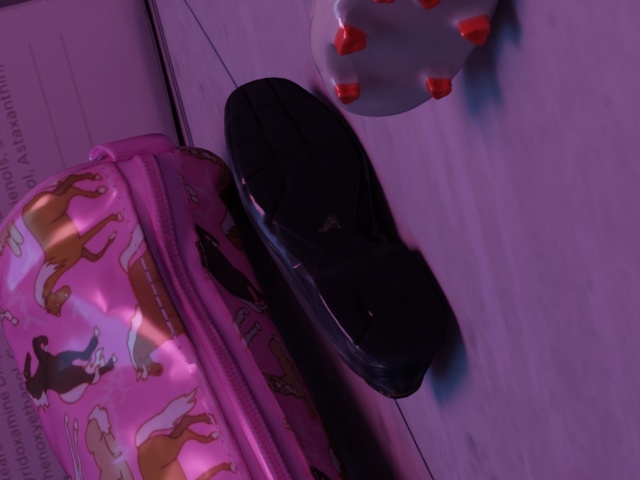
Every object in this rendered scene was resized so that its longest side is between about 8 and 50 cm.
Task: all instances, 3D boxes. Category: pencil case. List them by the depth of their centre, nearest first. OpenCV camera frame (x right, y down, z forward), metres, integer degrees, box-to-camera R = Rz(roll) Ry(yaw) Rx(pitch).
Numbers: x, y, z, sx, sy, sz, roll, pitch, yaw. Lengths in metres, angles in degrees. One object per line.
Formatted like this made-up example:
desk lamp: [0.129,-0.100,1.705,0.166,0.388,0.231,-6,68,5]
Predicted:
pencil case: [-0.052,0.125,0.978,0.160,0.167,0.386,31,-155,-54]

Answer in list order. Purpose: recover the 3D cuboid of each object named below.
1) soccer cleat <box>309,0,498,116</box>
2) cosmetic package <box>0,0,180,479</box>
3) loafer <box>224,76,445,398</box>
soccer cleat: [0.031,-0.126,0.659,0.196,0.068,0.076,96,166,-49]
cosmetic package: [-0.302,0.029,1.244,0.329,0.394,0.327,-165,59,-68]
loafer: [0.000,0.000,0.863,0.061,0.062,0.170,93,155,-59]
